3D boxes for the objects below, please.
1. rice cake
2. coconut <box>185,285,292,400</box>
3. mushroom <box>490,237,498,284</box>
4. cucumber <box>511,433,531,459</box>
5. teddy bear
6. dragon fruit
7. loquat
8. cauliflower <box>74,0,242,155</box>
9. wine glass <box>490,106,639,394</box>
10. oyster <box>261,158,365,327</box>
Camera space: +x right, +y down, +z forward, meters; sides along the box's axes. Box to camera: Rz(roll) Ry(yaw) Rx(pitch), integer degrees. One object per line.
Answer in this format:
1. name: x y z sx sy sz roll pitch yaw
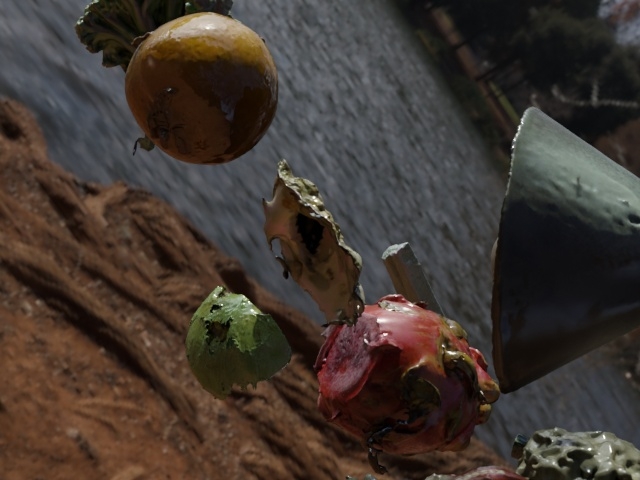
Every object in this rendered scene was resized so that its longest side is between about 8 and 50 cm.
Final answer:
1. rice cake: 0.179 0.107 1.831 0.085 0.040 0.226 1 -60 64
2. coconut: -0.112 0.125 1.221 0.158 0.133 0.055 17 -15 35
3. mushroom: 0.399 0.057 1.710 0.207 0.215 0.207 163 -90 -88
4. cucumber: 0.410 0.402 1.877 0.105 0.048 0.048 22 3 14
5. teddy bear: 0.239 0.324 1.216 0.357 0.367 0.224 -7 -66 56
6. dragon fruit: 0.149 0.232 1.597 0.291 0.250 0.269 30 1 -29
7. loquat: -0.103 -0.137 0.893 0.141 0.141 0.141 54 11 -16
8. cauliflower: -0.223 -0.259 1.483 0.256 0.239 0.315 62 25 -59
9. wine glass: 0.364 0.016 0.850 0.267 0.406 0.267 2 90 -70
10. oyster: 0.001 0.009 1.197 0.209 0.072 0.133 42 -44 35
